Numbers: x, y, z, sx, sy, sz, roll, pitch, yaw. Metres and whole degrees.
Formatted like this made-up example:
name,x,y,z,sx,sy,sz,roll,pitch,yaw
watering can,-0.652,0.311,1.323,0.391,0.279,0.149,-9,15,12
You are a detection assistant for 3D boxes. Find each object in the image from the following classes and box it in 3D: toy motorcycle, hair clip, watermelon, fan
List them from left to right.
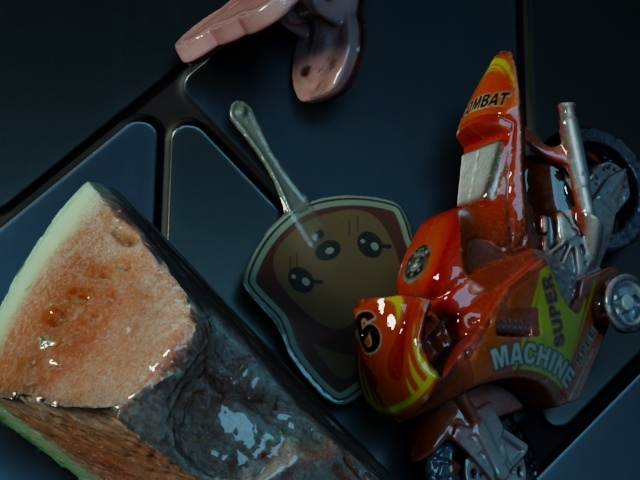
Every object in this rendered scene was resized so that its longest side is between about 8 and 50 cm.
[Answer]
name,x,y,z,sx,sy,sz,roll,pitch,yaw
watermelon,-0.067,0.117,1.014,0.318,0.226,0.148,44,84,4
hair clip,-0.020,-0.170,1.175,0.102,0.123,0.138,22,72,-33
fan,0.000,0.000,1.163,0.132,0.009,0.220,-28,80,-28
toy motorcycle,0.115,0.035,1.131,0.171,0.089,0.298,31,67,-14
